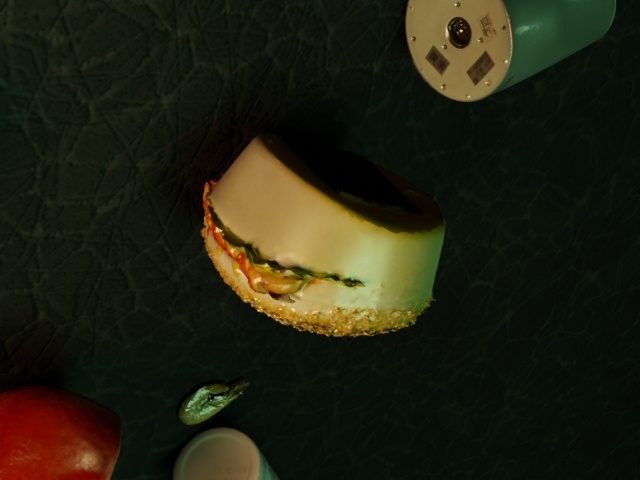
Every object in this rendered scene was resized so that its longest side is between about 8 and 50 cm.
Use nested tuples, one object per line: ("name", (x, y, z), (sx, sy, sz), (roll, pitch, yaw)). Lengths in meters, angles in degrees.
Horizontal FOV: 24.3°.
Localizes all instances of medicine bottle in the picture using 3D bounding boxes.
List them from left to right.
("medicine bottle", (-0.103, 0.396, 2.166), (0.130, 0.130, 0.341), (-38, 147, -8))

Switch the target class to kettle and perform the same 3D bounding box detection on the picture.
("kettle", (0.226, -0.251, 1.795), (0.243, 0.160, 0.210), (-20, 159, -42))

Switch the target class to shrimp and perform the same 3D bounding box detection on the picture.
("shrimp", (-0.145, 0.210, 2.011), (0.108, 0.023, 0.059), (-32, 137, -18))

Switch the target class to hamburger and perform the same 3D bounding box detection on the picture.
("hamburger", (0.000, 0.000, 1.706), (0.294, 0.276, 0.179), (10, 113, -37))

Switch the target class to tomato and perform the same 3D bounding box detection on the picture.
("tomato", (-0.369, 0.289, 1.658), (0.143, 0.338, 0.338), (37, 100, -19))
